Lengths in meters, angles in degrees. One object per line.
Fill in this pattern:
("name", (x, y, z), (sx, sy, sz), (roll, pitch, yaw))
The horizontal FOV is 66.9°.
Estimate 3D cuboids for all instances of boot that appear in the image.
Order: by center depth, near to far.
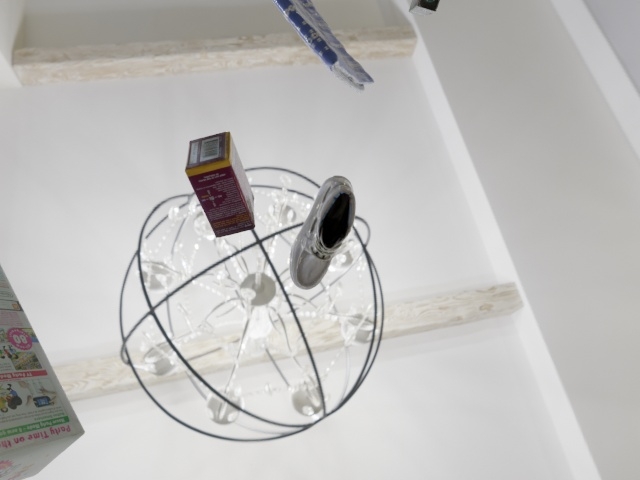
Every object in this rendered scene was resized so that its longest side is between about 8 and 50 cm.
("boot", (0.000, 0.000, 0.971), (0.095, 0.123, 0.259), (16, -73, -8))

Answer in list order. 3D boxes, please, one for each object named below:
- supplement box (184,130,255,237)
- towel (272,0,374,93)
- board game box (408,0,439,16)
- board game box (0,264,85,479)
("supplement box", (-0.095, -0.053, 0.468), (0.043, 0.083, 0.055), (-14, -140, 2))
("towel", (-0.055, -0.332, 0.591), (0.040, 0.243, 0.336), (-37, -90, 18))
("board game box", (0.154, -0.375, 0.586), (0.026, 0.186, 0.126), (17, -158, -1))
("board game box", (-0.428, 0.124, 0.527), (0.097, 0.224, 0.303), (-39, -108, 4))
